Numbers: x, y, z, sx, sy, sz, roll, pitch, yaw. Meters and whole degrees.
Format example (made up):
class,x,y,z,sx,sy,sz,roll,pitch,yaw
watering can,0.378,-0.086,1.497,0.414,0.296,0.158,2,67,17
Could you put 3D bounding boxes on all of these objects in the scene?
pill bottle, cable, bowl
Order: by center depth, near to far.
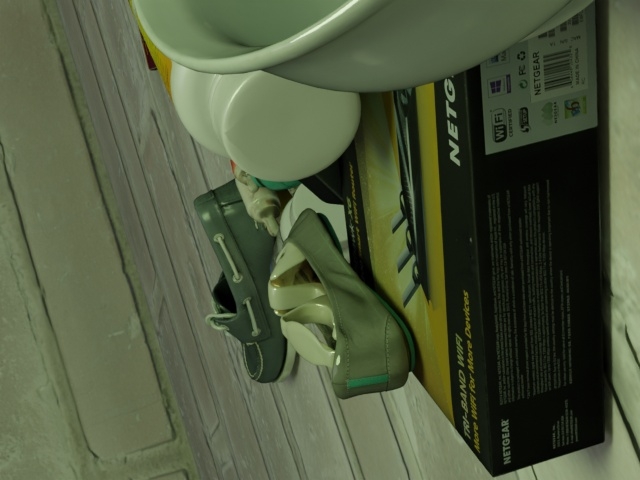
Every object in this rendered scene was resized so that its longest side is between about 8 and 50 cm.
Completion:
class,x,y,z,sx,sy,sz,roll,pitch,yaw
bowl,0.059,-0.177,0.597,0.298,0.134,0.298,-32,43,36
pill bottle,-0.047,-0.128,0.868,0.215,0.117,0.117,-117,19,-50
pill bottle,0.000,0.000,1.218,0.137,0.078,0.078,108,144,-64
cable,-0.088,-0.114,1.405,0.139,0.072,0.287,54,180,-43

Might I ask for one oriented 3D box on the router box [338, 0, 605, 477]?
class,x,y,z,sx,sy,sz,roll,pitch,yaw
router box,0.081,-0.051,0.855,0.243,0.081,0.309,-128,27,-59

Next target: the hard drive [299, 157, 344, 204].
class,x,y,z,sx,sy,sz,roll,pitch,yaw
hard drive,0.009,-0.103,0.979,0.094,0.022,0.135,38,-119,-63

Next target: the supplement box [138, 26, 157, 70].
class,x,y,z,sx,sy,sz,roll,pitch,yaw
supplement box,-0.116,-0.221,1.378,0.188,0.104,0.081,-168,64,-73

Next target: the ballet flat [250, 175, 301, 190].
class,x,y,z,sx,sy,sz,roll,pitch,yaw
ballet flat,-0.049,-0.169,1.246,0.083,0.087,0.247,-28,-79,-63

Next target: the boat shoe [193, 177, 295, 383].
class,x,y,z,sx,sy,sz,roll,pitch,yaw
boat shoe,-0.089,0.052,1.558,0.319,0.099,0.116,91,158,-47

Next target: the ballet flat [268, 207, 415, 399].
class,x,y,z,sx,sy,sz,roll,pitch,yaw
ballet flat,-0.002,0.038,0.959,0.213,0.068,0.072,-127,25,-58
